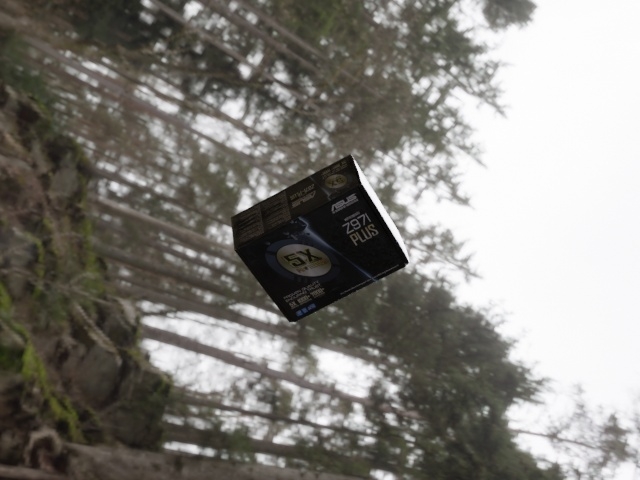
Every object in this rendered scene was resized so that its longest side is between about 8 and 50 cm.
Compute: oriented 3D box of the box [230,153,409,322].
[{"bbox_3d":[0.000,0.000,1.212,0.180,0.147,0.077,-27,-145,9],"label":"box"}]
